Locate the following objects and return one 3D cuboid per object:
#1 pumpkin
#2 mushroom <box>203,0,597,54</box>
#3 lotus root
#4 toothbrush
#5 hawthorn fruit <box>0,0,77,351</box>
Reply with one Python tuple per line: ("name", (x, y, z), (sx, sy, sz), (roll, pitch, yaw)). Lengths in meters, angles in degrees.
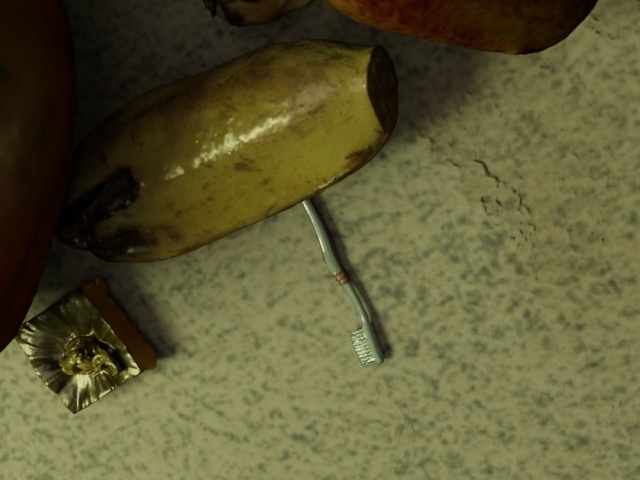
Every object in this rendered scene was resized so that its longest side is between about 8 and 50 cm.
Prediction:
("pumpkin", (-0.171, 0.078, 0.756), (0.074, 0.054, 0.083), (-34, 97, 19))
("mushroom", (0.044, -0.243, 0.599), (0.255, 0.267, 0.267), (24, 106, 41))
("lotus root", (-0.064, -0.056, 0.682), (0.259, 0.097, 0.110), (-20, 128, 23))
("toothbrush", (0.000, 0.000, 0.729), (0.019, 0.013, 0.193), (-22, 95, 22))
("hawthorn fruit", (-0.313, -0.091, 0.589), (0.403, 0.403, 0.402), (2, 100, 11))
